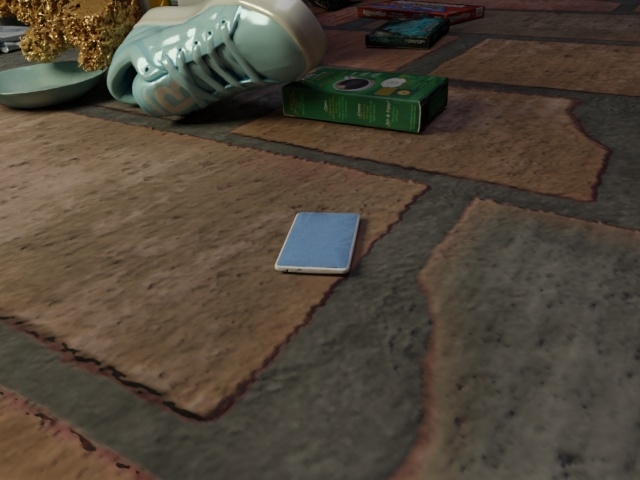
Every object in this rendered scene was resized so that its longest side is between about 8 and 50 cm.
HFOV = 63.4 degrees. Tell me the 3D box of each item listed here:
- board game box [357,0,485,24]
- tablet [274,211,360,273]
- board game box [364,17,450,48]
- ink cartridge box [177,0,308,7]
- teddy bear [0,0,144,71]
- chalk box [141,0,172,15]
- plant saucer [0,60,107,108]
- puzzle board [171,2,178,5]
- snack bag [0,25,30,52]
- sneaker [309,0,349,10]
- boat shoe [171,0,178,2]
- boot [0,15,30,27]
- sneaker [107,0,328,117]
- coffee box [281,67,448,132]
[{"bbox_3d":[0.239,-0.559,1.263,0.145,0.027,0.281,-25,37,-33],"label":"board game box"},{"bbox_3d":[0.000,0.000,0.397,0.054,0.006,0.083,2,31,10],"label":"tablet"},{"bbox_3d":[0.178,-0.418,1.039,0.126,0.026,0.186,10,34,21],"label":"board game box"},{"bbox_3d":[-0.126,-0.437,0.940,0.197,0.198,0.270,-1,31,3],"label":"ink cartridge box"},{"bbox_3d":[-0.391,-0.382,0.822,0.337,0.113,0.245,15,76,22],"label":"teddy bear"},{"bbox_3d":[-0.366,-0.419,1.003,0.132,0.132,0.213,-18,33,-20],"label":"chalk box"},{"bbox_3d":[-0.424,-0.237,0.800,0.194,0.038,0.195,-3,32,2],"label":"plant saucer"},{"bbox_3d":[-0.538,-0.816,1.782,0.128,0.011,0.096,-8,32,-6],"label":"puzzle board"},{"bbox_3d":[-0.846,-0.460,1.203,0.322,0.037,0.343,8,30,17],"label":"snack bag"},{"bbox_3d":[0.010,-0.708,1.488,0.124,0.107,0.283,-1,24,34],"label":"sneaker"},{"bbox_3d":[-0.281,-0.611,1.257,0.219,0.078,0.070,-20,0,-19],"label":"boat shoe"},{"bbox_3d":[-0.703,-0.711,1.254,0.444,0.368,0.146,16,29,40],"label":"boot"},{"bbox_3d":[-0.146,-0.207,0.644,0.365,0.135,0.150,13,69,46],"label":"sneaker"},{"bbox_3d":[0.056,-0.181,0.652,0.184,0.041,0.113,13,35,25],"label":"coffee box"}]
